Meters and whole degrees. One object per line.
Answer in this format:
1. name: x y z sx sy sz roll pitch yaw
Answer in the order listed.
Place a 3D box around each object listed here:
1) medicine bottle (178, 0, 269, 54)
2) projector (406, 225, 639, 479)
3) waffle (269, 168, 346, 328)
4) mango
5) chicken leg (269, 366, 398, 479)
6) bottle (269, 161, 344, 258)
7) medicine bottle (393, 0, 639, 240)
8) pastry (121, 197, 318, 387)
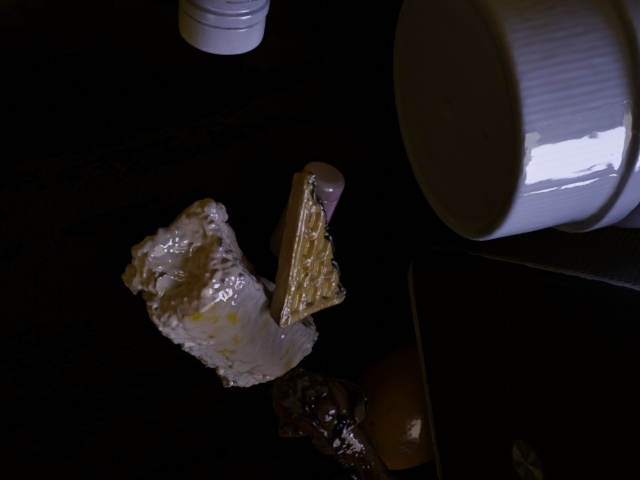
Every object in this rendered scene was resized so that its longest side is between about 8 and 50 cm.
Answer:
1. medicine bottle: -0.058 -0.169 0.496 0.058 0.058 0.091 -15 142 -25
2. projector: 0.304 0.183 0.804 0.242 0.405 0.395 -14 102 -23
3. waffle: 0.000 0.000 0.708 0.097 0.023 0.153 -21 129 -48
4. mango: 0.148 0.194 1.048 0.254 0.139 0.175 -37 154 -5
5. chicken leg: 0.024 0.228 0.959 0.080 0.196 0.125 -45 164 -48
6. bottle: -0.011 -0.024 0.728 0.045 0.045 0.096 -4 135 -36
7. medicine bottle: 0.234 -0.130 0.618 0.306 0.245 0.245 -14 142 -15
8. pastry: -0.083 0.062 0.747 0.121 0.089 0.258 -42 150 -9
